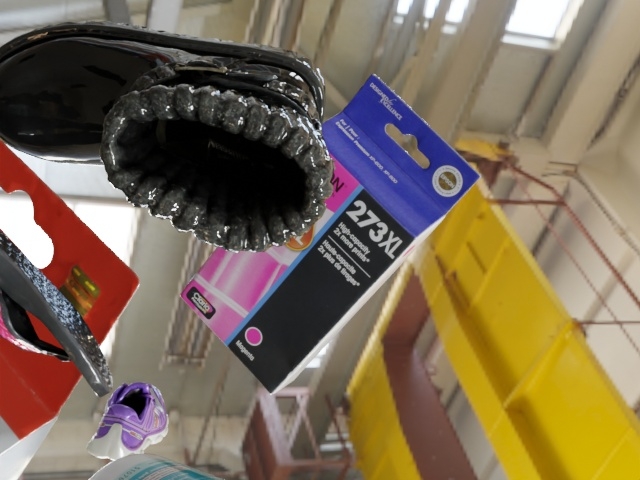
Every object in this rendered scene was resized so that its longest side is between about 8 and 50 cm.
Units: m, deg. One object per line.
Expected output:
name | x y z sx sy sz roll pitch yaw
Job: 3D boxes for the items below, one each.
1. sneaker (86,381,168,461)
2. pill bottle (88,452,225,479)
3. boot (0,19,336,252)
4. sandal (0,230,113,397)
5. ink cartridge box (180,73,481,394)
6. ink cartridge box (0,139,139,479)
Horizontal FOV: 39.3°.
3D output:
sneaker | -0.190 0.177 0.937 0.170 0.068 0.071 -107 -144 -84
pill bottle | -0.070 0.263 0.681 0.264 0.146 0.146 8 -85 38
boot | -0.157 -0.095 0.750 0.260 0.348 0.131 -83 171 -64
sandal | -0.199 0.034 0.574 0.179 0.040 0.067 52 -6 -14
ink cartridge box | 0.000 0.000 1.059 0.176 0.069 0.371 46 -66 10
ink cartridge box | -0.362 0.096 0.746 0.308 0.091 0.385 40 -80 27
